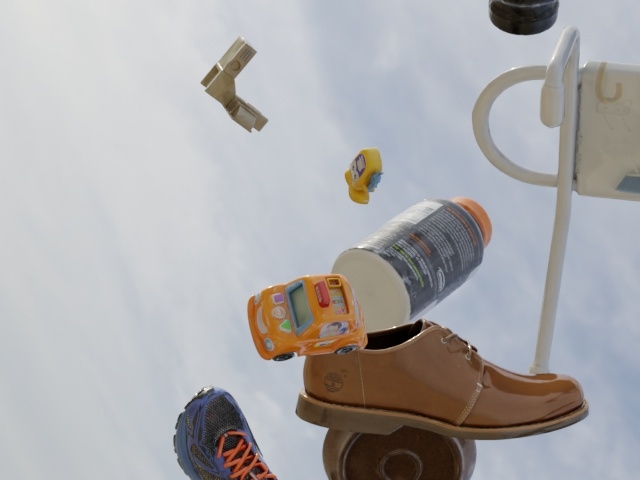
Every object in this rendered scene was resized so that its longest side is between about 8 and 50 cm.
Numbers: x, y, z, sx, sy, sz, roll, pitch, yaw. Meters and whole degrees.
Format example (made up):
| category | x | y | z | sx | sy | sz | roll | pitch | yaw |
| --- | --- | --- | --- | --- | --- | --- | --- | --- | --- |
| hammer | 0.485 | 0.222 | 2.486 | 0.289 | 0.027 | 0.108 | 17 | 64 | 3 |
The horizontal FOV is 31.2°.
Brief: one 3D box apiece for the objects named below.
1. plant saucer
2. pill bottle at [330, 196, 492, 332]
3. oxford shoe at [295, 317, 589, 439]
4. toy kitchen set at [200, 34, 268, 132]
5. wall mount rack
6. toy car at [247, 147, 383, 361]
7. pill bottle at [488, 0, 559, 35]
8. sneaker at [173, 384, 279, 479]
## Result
| category | x | y | z | sx | sy | sz | roll | pitch | yaw |
| --- | --- | --- | --- | --- | --- | --- | --- | --- | --- |
| plant saucer | 0.085 | 0.239 | 1.234 | 0.029 | 0.168 | 0.168 | -85 | 164 | -66 |
| pill bottle | 0.134 | 0.023 | 1.540 | 0.130 | 0.245 | 0.130 | 21 | -55 | 33 |
| oxford shoe | 0.092 | 0.094 | 0.795 | 0.076 | 0.212 | 0.076 | -150 | -114 | -74 |
| toy kitchen set | -0.078 | -0.172 | 1.308 | 0.083 | 0.075 | 0.068 | 36 | 11 | -30 |
| wall mount rack | 0.276 | -0.006 | 0.870 | 0.350 | 0.130 | 0.304 | 7 | -52 | 19 |
| toy car | 0.000 | 0.000 | 0.553 | 0.040 | 0.060 | 0.122 | 122 | -24 | -57 |
| pill bottle | 0.267 | -0.378 | 1.467 | 0.123 | 0.122 | 0.219 | 44 | -26 | 35 |
| sneaker | -0.067 | 0.237 | 1.105 | 0.087 | 0.083 | 0.221 | -2 | -64 | 47 |
